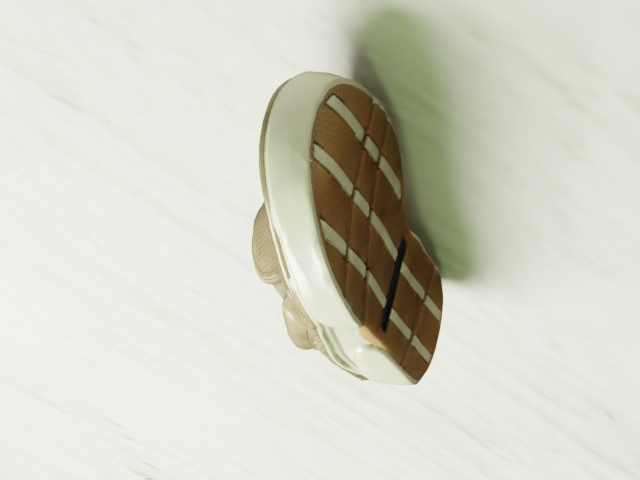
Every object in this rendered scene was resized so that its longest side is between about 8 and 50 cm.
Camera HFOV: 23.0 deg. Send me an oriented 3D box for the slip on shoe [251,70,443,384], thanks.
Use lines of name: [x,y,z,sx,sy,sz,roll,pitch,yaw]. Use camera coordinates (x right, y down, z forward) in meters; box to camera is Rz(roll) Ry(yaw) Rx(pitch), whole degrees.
slip on shoe: [0.000,0.000,0.408,0.041,0.051,0.135,10,162,19]
